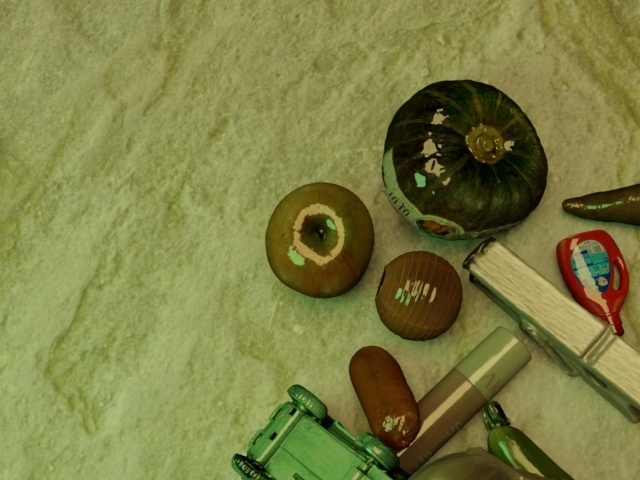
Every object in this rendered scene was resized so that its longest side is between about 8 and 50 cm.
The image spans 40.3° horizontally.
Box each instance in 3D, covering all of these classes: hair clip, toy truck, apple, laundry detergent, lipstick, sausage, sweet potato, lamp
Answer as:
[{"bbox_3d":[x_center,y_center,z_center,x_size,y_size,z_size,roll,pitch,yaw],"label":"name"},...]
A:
[{"bbox_3d":[0.351,0.129,1.272,0.085,0.101,0.331,-41,69,-13],"label":"hair clip"},{"bbox_3d":[0.013,0.327,1.195,0.155,0.156,0.279,-50,42,-13],"label":"toy truck"},{"bbox_3d":[0.000,0.000,1.355,0.182,0.155,0.182,0,77,-1],"label":"apple"},{"bbox_3d":[0.421,0.068,1.311,0.097,0.049,0.165,-14,68,-3],"label":"laundry detergent"},{"bbox_3d":[0.193,0.234,1.264,0.254,0.070,0.070,-42,67,-9],"label":"lipstick"},{"bbox_3d":[0.091,0.222,1.243,0.076,0.076,0.197,-23,28,0],"label":"sausage"},{"bbox_3d":[0.499,-0.052,1.338,0.244,0.077,0.077,-10,66,12],"label":"sweet potato"},{"bbox_3d":[0.148,0.083,1.302,0.136,0.136,0.136,-3,67,8],"label":"lamp"}]

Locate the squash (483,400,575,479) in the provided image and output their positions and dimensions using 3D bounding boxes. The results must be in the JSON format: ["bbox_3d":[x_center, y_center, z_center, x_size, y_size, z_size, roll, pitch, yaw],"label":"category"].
[{"bbox_3d":[0.331,0.351,1.188,0.318,0.071,0.080,42,96,25],"label":"squash"}]

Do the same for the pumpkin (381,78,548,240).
[{"bbox_3d":[0.215,-0.122,1.358,0.260,0.189,0.260,4,78,-18],"label":"pumpkin"}]

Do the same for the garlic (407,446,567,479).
[{"bbox_3d":[0.188,0.386,1.088,0.210,0.237,0.292,34,80,20],"label":"garlic"}]
